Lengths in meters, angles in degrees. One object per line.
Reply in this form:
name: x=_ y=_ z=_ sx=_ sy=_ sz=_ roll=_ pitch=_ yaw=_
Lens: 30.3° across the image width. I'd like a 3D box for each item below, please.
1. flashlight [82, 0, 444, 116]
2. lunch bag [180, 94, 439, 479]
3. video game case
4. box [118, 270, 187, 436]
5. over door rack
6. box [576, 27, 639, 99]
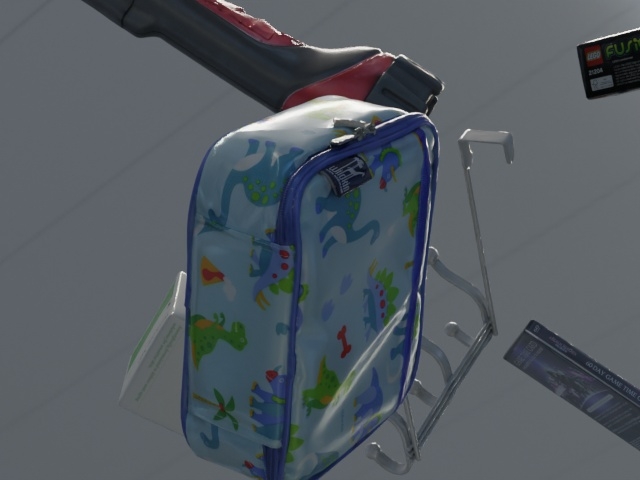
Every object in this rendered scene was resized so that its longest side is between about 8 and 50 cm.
flashlight: x=-0.049 y=-0.168 z=0.971 sx=0.304 sy=0.103 sz=0.103 roll=35 pitch=-69 yaw=4
lunch bag: x=0.000 y=0.027 z=0.719 sx=0.090 sy=0.176 sz=0.218 roll=17 pitch=-65 yaw=29
video game case: x=0.383 y=0.213 z=1.618 sx=0.274 sy=0.026 sz=0.196 roll=35 pitch=-13 yaw=10
box: x=-0.100 y=0.102 z=0.993 sx=0.102 sy=0.087 sz=0.101 roll=27 pitch=-70 yaw=-13
over door rack: x=0.109 y=0.060 z=1.273 sx=0.108 sy=0.239 sz=0.324 roll=18 pitch=-45 yaw=22
box: x=0.264 y=-0.121 z=0.676 sx=0.114 sy=0.207 sz=0.036 roll=-15 pitch=-85 yaw=-39
